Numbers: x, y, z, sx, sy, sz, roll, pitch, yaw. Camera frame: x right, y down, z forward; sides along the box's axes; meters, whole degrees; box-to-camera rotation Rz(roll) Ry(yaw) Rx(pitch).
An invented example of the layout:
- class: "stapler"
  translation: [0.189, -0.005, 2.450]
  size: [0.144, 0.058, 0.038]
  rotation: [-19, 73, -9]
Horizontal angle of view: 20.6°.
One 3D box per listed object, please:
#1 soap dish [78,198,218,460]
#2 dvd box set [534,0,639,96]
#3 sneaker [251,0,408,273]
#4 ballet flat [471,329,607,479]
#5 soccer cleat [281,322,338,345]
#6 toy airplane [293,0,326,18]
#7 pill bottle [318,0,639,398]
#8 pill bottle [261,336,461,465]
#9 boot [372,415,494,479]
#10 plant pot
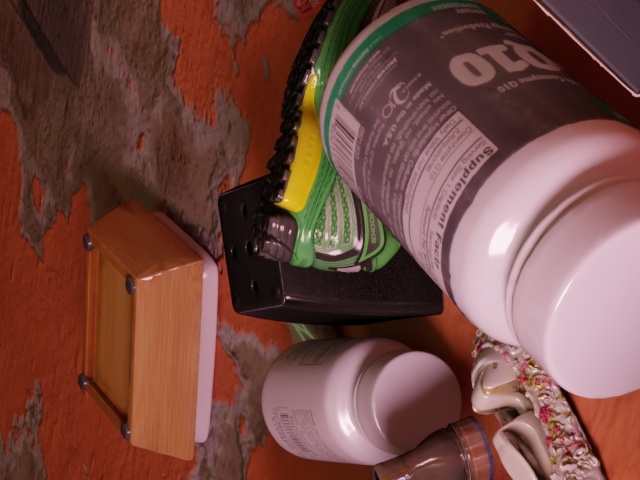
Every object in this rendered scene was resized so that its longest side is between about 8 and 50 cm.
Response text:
- class: "soap dish"
  translation: [-0.233, 0.119, 2.341]
  size: [0.229, 0.118, 0.291]
  rotation: [39, 130, 53]
- class: "dvd box set"
  translation: [0.102, -0.318, 1.392]
  size: [0.062, 0.307, 0.420]
  rotation: [-43, 41, 14]
- class: "sneaker"
  translation: [0.038, -0.121, 1.714]
  size: [0.134, 0.146, 0.344]
  rotation: [136, 149, -66]
- class: "ballet flat"
  translation: [0.184, 0.157, 1.600]
  size: [0.241, 0.077, 0.091]
  rotation: [63, 147, 35]
- class: "soccer cleat"
  translation: [-0.004, 0.110, 1.973]
  size: [0.076, 0.068, 0.196]
  rotation: [-10, 80, 34]
- class: "toy airplane"
  translation: [0.018, -0.249, 1.877]
  size: [0.151, 0.028, 0.151]
  rotation: [26, 120, 60]
- class: "pill bottle"
  translation: [0.163, -0.041, 1.458]
  size: [0.361, 0.204, 0.204]
  rotation: [50, 138, 46]
- class: "pill bottle"
  translation: [0.043, 0.164, 1.810]
  size: [0.229, 0.131, 0.131]
  rotation: [-8, 89, 63]
- class: "boot"
  translation: [0.100, 0.253, 1.662]
  size: [0.219, 0.106, 0.082]
  rotation: [87, 161, -45]
- class: "plant pot"
  translation: [0.000, 0.000, 1.819]
  size: [0.188, 0.167, 0.187]
  rotation: [-13, 85, 61]
